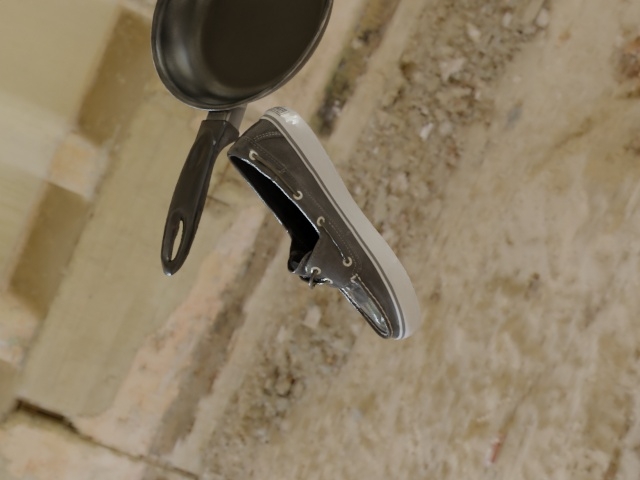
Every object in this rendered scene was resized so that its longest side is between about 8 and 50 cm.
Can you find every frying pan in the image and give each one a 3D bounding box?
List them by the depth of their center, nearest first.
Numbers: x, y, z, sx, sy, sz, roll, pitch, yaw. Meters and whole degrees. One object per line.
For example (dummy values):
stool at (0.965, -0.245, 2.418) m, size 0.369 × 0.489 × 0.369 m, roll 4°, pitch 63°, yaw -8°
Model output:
frying pan at (-0.058, -0.143, 0.896) m, size 0.197 × 0.053 × 0.326 m, roll -20°, pitch 66°, yaw 27°

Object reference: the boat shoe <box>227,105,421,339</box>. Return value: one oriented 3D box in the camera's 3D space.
boat shoe at (0.000, 0.000, 0.877) m, size 0.076 × 0.229 × 0.080 m, roll -37°, pitch 18°, yaw -21°
